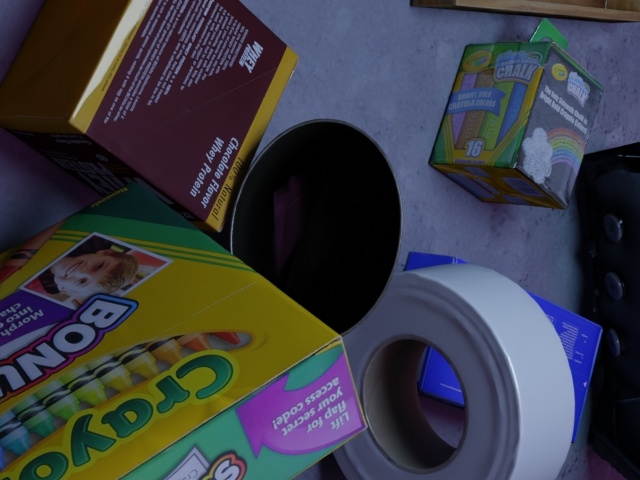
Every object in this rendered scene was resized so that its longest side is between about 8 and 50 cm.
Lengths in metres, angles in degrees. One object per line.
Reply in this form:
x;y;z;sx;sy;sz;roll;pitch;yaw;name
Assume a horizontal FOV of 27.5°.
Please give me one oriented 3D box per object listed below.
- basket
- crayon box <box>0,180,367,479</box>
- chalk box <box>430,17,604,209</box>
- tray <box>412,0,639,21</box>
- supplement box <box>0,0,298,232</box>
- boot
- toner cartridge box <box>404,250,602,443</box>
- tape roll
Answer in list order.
0.000;0.000;1.279;0.227;0.154;0.204;63;36;-85;basket
-0.204;0.128;0.967;0.363;0.313;0.106;-32;127;-21;crayon box
0.246;-0.162;1.594;0.132;0.132;0.213;31;72;-43;chalk box
0.273;-0.383;1.633;0.411;0.076;0.203;-6;99;-46;tray
-0.155;-0.139;1.181;0.194;0.129;0.191;38;69;-42;supplement box
0.471;0.114;1.707;0.146;0.367;0.445;-8;105;-23;boot
0.222;0.141;1.649;0.348;0.075;0.165;24;79;-45;toner cartridge box
0.129;0.169;1.407;0.100;0.286;0.286;-7;101;-46;tape roll
